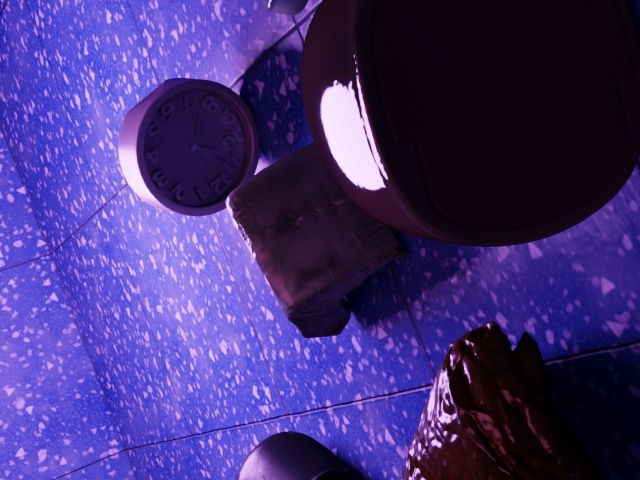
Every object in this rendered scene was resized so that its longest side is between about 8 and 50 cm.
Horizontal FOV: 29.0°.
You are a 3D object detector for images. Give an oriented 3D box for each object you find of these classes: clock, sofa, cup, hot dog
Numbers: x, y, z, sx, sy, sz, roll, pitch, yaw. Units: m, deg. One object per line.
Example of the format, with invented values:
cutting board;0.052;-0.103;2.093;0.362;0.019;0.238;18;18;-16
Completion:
clock;-0.187;-0.134;1.778;0.068;0.197;0.197;15;120;57
sofa;0.000;0.000;1.655;0.210;0.176;0.225;60;180;19
cup;-0.010;0.401;1.881;0.176;0.169;0.223;14;155;50
hot dog;0.188;0.251;1.326;0.387;0.174;0.267;102;153;-49

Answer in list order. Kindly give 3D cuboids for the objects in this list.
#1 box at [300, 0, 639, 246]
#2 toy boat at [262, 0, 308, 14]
box;0.124;-0.139;1.136;0.216;0.301;0.301;-2;106;69
toy boat;-0.049;-0.432;1.456;0.330;0.123;0.215;85;159;-49
